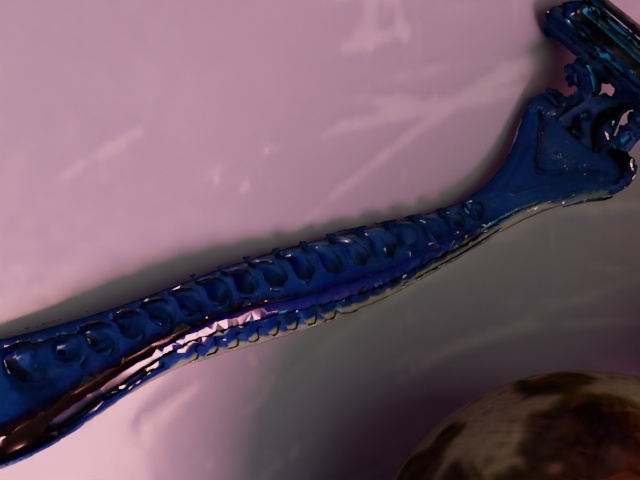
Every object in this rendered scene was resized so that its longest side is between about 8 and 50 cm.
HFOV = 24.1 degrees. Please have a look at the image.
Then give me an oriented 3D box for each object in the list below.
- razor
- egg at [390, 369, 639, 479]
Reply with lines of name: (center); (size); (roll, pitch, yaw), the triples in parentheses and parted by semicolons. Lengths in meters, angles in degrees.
razor: (0.000, 0.008, 0.521); (0.324, 0.093, 0.056); (-26, 142, -22)
egg: (0.100, 0.151, 0.524); (0.169, 0.169, 0.231); (-32, 124, -24)
